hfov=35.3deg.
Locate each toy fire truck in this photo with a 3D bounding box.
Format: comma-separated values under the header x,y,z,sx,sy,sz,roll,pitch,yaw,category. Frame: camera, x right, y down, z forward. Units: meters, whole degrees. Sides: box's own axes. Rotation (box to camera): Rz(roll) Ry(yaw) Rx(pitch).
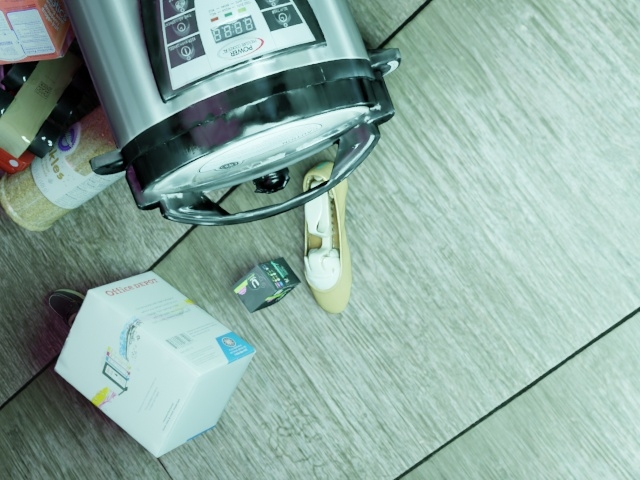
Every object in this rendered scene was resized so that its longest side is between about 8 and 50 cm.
x,y,z,sx,sy,sz,roll,pitch,yaw,category
-0.516,-0.204,1.645,0.158,0.217,0.246,35,138,-20,toy fire truck

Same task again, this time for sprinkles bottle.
x,y,z,sx,sy,sz,roll,pitch,yaw,category
-0.366,-0.141,1.626,0.355,0.121,0.121,-30,84,28,sprinkles bottle

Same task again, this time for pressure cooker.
x,y,z,sx,sy,sz,roll,pitch,yaw,category
-0.117,-0.236,1.354,0.370,0.376,0.420,-22,87,41,pressure cooker

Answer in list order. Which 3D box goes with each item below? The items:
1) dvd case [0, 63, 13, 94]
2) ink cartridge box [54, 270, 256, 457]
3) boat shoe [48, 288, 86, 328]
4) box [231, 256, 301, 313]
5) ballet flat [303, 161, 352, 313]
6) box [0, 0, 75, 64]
x,y,z,sx,sy,sz,roll,pitch,yaw,category
-0.644,-0.233,1.804,0.239,0.030,0.179,1,98,26,dvd case
-0.265,0.189,1.597,0.233,0.171,0.168,36,112,18,ink cartridge box
-0.415,0.130,1.732,0.152,0.049,0.056,26,109,21,boat shoe
-0.082,0.068,1.535,0.062,0.083,0.052,-42,79,26,box
0.000,0.000,1.490,0.080,0.073,0.232,1,98,27,ballet flat
-0.533,-0.364,1.545,0.300,0.142,0.154,-4,131,16,box
